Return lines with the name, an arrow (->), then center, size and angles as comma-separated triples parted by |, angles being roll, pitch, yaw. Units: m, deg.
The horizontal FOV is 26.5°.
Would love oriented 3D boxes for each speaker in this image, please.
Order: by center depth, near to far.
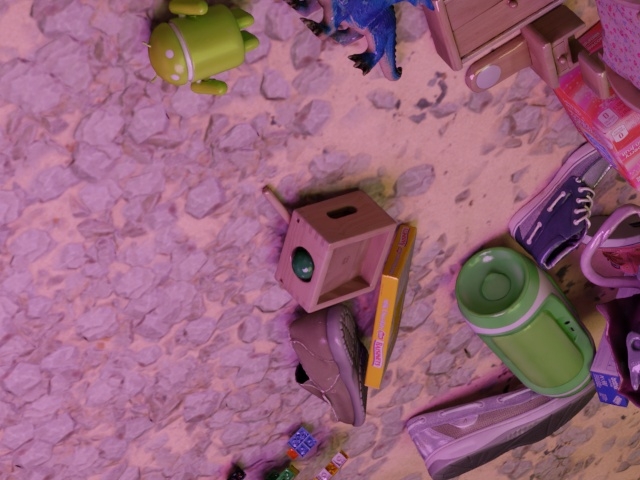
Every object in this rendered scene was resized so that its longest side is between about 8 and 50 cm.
speaker -> 0.296, 0.121, 1.928 | 0.131, 0.131, 0.296 | -40, 140, 5

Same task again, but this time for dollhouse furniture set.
dollhouse furniture set -> 0.274, -0.176, 1.442 | 0.174, 0.355, 0.303 | -32, 141, -4

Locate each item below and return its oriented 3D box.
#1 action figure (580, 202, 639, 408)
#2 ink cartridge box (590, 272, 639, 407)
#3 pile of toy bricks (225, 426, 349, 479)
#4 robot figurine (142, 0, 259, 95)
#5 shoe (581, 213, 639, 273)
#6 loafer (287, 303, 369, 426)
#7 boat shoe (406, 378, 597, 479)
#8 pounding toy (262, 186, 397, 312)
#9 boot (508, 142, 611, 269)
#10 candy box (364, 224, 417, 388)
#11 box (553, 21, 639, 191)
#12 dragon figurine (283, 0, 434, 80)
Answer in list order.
action figure -> 0.521, 0.124, 1.956 | 0.248, 0.275, 0.370 | -50, 152, 24
ink cartridge box -> 0.461, 0.135, 2.031 | 0.207, 0.046, 0.097 | -64, 149, -26
pile of toy bricks -> -0.066, 0.359, 1.939 | 0.212, 0.118, 0.105 | -45, 171, -14
robot figurine -> -0.121, -0.196, 1.364 | 0.115, 0.067, 0.101 | -21, 121, -16
shoe -> 0.430, 0.010, 1.961 | 0.178, 0.063, 0.081 | -8, 127, -36
loafer -> 0.012, 0.166, 1.815 | 0.087, 0.094, 0.251 | -1, 142, 12
boat shoe -> 0.287, 0.261, 2.082 | 0.320, 0.103, 0.118 | -23, 154, -17
pounding toy -> 0.000, 0.000, 1.637 | 0.141, 0.100, 0.130 | -17, 138, -37
boot -> 0.345, -0.048, 1.827 | 0.190, 0.086, 0.069 | -48, 139, 14
candy box -> 0.091, 0.088, 1.776 | 0.027, 0.105, 0.206 | 13, 132, 7
box -> 0.449, -0.228, 1.682 | 0.300, 0.142, 0.154 | -40, 140, 5
dragon figurine -> 0.059, -0.258, 1.418 | 0.144, 0.085, 0.289 | -45, 138, 11
